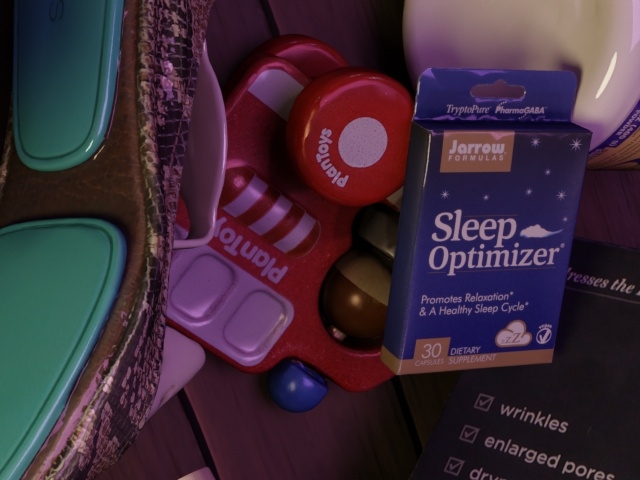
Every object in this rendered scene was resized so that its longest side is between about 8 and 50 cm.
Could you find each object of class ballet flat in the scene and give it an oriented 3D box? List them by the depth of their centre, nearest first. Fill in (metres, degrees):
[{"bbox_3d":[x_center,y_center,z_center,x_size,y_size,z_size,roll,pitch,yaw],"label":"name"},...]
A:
[{"bbox_3d":[-0.135,-0.010,0.803,0.182,0.164,0.483,32,62,-51],"label":"ballet flat"}]

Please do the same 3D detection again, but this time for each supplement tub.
[{"bbox_3d":[0.259,-0.180,1.107,0.331,0.241,0.241,-3,90,-45],"label":"supplement tub"}]

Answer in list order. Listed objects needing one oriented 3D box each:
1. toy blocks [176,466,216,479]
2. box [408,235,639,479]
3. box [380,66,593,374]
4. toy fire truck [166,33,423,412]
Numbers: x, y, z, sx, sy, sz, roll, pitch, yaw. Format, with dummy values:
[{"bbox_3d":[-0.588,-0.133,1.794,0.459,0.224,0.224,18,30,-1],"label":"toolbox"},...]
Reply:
[{"bbox_3d":[-0.152,0.332,0.728,0.309,0.288,0.260,-24,78,-26],"label":"toy blocks"},{"bbox_3d":[0.313,0.291,0.970,0.472,0.480,0.297,-62,141,-19],"label":"box"},{"bbox_3d":[0.123,-0.013,0.931,0.136,0.036,0.225,-2,109,-23],"label":"box"},{"bbox_3d":[0.000,0.000,1.002,0.302,0.169,0.254,37,93,-29],"label":"toy fire truck"}]
